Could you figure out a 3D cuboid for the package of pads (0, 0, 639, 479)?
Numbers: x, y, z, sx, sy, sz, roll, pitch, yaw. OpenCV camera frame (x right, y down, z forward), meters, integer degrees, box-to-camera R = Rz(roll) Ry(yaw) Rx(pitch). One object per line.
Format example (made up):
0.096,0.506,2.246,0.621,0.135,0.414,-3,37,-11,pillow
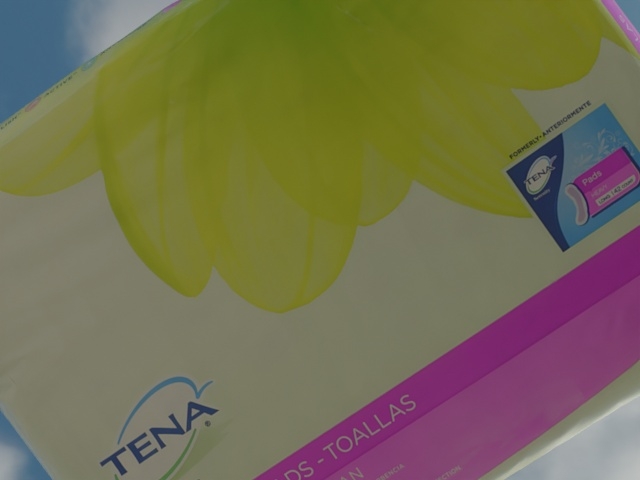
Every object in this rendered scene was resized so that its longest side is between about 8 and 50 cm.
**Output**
0.000,0.000,0.533,0.296,0.101,0.229,-36,-89,13,package of pads
